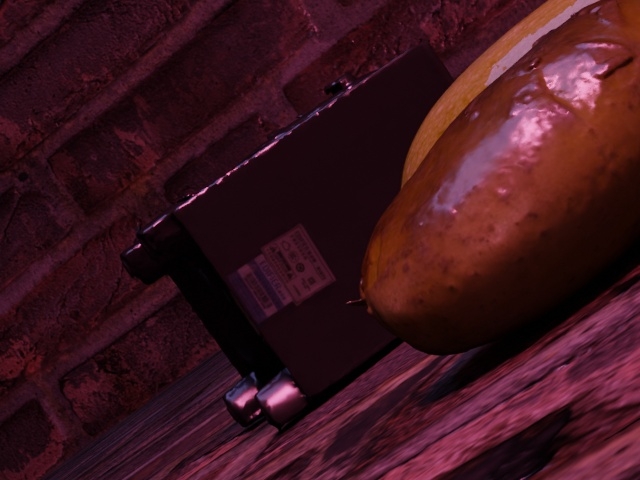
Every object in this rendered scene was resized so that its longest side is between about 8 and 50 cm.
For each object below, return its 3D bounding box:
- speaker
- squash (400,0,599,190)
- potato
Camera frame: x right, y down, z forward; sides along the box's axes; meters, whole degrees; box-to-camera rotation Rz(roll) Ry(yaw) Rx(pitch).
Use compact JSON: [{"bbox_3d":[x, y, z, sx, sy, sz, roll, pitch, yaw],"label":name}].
[{"bbox_3d":[0.000,0.000,1.162,0.254,0.184,0.232,-35,1,-13],"label":"speaker"},{"bbox_3d":[0.147,-0.074,0.910,0.247,0.132,0.132,-36,1,20],"label":"squash"},{"bbox_3d":[0.117,-0.038,0.751,0.251,0.113,0.149,-35,4,-6],"label":"potato"}]
